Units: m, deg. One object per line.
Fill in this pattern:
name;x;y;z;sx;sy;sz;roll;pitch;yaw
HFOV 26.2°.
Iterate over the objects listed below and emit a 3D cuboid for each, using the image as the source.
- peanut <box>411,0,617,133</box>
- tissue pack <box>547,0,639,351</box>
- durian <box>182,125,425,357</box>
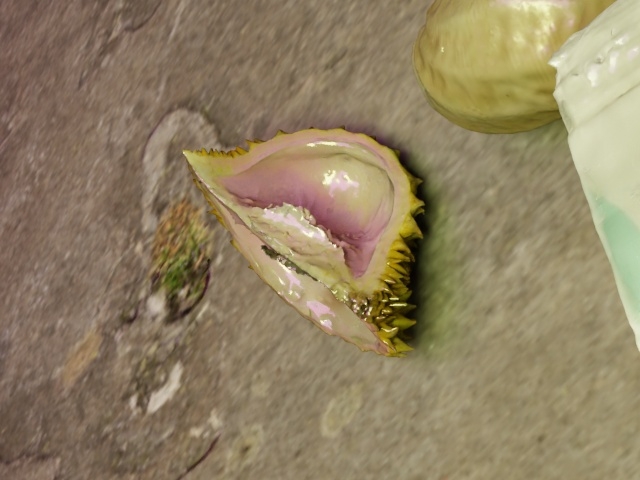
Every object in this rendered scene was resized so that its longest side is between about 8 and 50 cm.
peanut;0.171;-0.131;0.839;0.290;0.130;0.130;2;86;45
tissue pack;0.318;-0.080;0.574;0.356;0.266;0.194;-35;60;39
durian;-0.002;0.001;1.006;0.182;0.132;0.165;3;98;36
